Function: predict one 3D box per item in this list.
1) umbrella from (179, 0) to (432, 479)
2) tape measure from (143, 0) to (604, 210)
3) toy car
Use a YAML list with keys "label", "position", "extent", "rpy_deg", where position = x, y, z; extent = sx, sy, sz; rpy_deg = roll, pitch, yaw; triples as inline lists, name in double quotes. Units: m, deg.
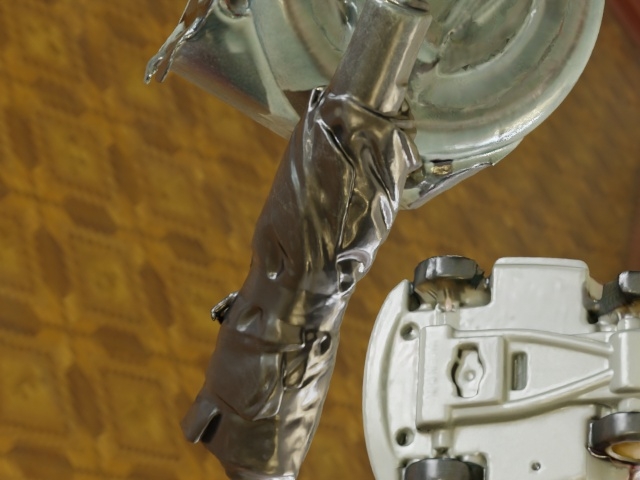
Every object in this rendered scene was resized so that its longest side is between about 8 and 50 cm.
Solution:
- label: "umbrella"
  position: [0.000, 0.000, 0.842]
  extent: [0.066, 0.235, 0.059]
  rpy_deg: [26, 17, 13]
- label: "tape measure"
  position: [0.053, -0.162, 1.227]
  extent: [0.256, 0.275, 0.147]
  rpy_deg: [31, -9, -15]
- label: "toy car"
  position: [0.097, 0.073, 0.789]
  extent: [0.112, 0.139, 0.112]
  rpy_deg: [56, 34, -56]
